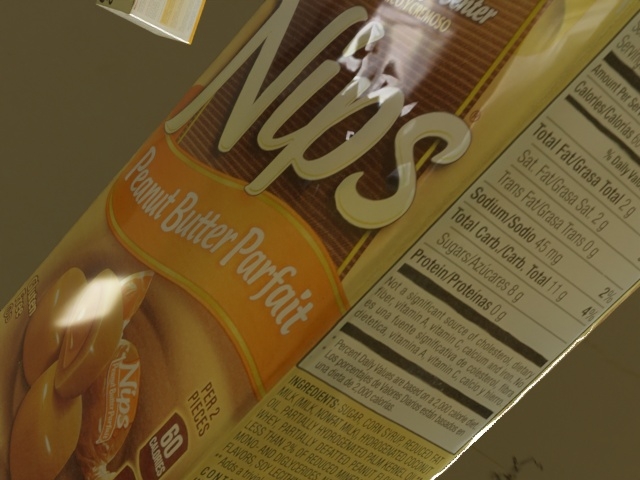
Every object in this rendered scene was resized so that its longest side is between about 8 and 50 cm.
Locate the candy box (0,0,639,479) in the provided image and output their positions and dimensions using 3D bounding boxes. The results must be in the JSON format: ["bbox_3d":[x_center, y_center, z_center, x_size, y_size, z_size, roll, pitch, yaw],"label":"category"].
[{"bbox_3d":[0.000,0.000,0.431,0.316,0.087,0.183,-48,-146,15],"label":"candy box"}]

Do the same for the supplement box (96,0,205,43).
[{"bbox_3d":[-0.135,-0.205,0.960,0.036,0.098,0.062,20,-88,24],"label":"supplement box"}]
